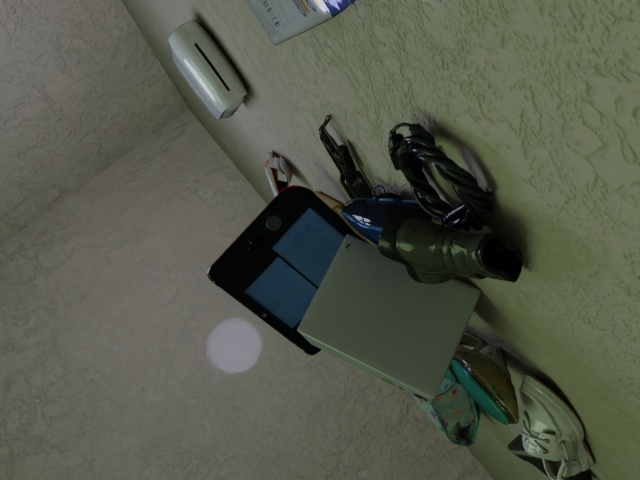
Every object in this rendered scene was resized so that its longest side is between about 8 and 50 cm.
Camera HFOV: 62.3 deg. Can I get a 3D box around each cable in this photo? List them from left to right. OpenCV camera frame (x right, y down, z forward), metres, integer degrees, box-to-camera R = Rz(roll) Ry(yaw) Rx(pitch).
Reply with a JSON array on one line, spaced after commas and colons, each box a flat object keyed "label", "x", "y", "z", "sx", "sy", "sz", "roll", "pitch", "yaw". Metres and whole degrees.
[{"label": "cable", "x": 0.159, "y": -0.072, "z": 0.682, "sx": 0.150, "sy": 0.047, "sz": 0.184, "roll": 39, "pitch": 172, "yaw": 31}]

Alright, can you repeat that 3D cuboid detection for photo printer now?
[{"label": "photo printer", "x": -0.319, "y": -0.473, "z": 1.498, "sx": 0.256, "sy": 0.107, "sz": 0.307, "roll": 54, "pitch": 173, "yaw": -15}]

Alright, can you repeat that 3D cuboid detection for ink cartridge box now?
[{"label": "ink cartridge box", "x": -0.049, "y": -0.332, "z": 0.597, "sx": 0.186, "sy": 0.065, "sz": 0.311, "roll": 54, "pitch": 175, "yaw": -22}]

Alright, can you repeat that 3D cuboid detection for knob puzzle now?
[{"label": "knob puzzle", "x": 0.137, "y": -0.002, "z": 1.224, "sx": 0.213, "sy": 0.030, "sz": 0.213, "roll": 39, "pitch": 178, "yaw": 2}]

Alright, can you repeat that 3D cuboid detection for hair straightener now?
[{"label": "hair straightener", "x": 0.062, "y": -0.138, "z": 1.015, "sx": 0.089, "sy": 0.047, "sz": 0.230, "roll": 42, "pitch": 164, "yaw": 55}]

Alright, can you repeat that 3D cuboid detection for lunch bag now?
[{"label": "lunch bag", "x": 0.397, "y": 0.518, "z": 1.719, "sx": 0.262, "sy": 0.160, "sz": 0.223, "roll": 61, "pitch": 170, "yaw": -22}]

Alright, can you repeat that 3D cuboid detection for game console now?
[{"label": "game console", "x": -0.043, "y": 0.082, "z": 1.373, "sx": 0.386, "sy": 0.342, "sz": 0.060, "roll": 41, "pitch": -176, "yaw": -19}]

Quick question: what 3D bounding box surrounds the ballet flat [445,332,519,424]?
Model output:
[{"label": "ballet flat", "x": 0.308, "y": 0.252, "z": 1.079, "sx": 0.123, "sy": 0.123, "sz": 0.348, "roll": 54, "pitch": 170, "yaw": -15}]

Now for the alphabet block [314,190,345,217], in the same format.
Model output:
[{"label": "alphabet block", "x": 0.000, "y": 0.000, "z": 1.510, "sx": 0.193, "sy": 0.192, "sz": 0.197, "roll": 53, "pitch": 173, "yaw": -24}]

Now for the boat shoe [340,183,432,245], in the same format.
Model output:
[{"label": "boat shoe", "x": 0.124, "y": -0.037, "z": 0.929, "sx": 0.109, "sy": 0.089, "sz": 0.258, "roll": 40, "pitch": 174, "yaw": -27}]

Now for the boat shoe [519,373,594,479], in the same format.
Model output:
[{"label": "boat shoe", "x": 0.416, "y": 0.358, "z": 0.966, "sx": 0.277, "sy": 0.096, "sz": 0.098, "roll": 55, "pitch": 173, "yaw": -27}]

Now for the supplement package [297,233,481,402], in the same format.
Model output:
[{"label": "supplement package", "x": 0.126, "y": 0.146, "z": 0.974, "sx": 0.261, "sy": 0.204, "sz": 0.145, "roll": 23, "pitch": 164, "yaw": 18}]

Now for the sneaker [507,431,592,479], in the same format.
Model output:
[{"label": "sneaker", "x": 0.499, "y": 0.489, "z": 1.170, "sx": 0.118, "sy": 0.083, "sz": 0.222, "roll": 50, "pitch": 172, "yaw": 11}]

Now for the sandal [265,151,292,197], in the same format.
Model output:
[{"label": "sandal", "x": -0.133, "y": -0.233, "z": 1.725, "sx": 0.265, "sy": 0.076, "sz": 0.102, "roll": -100, "pitch": -6, "yaw": -57}]

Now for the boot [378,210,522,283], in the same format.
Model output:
[{"label": "boot", "x": 0.196, "y": 0.030, "z": 0.722, "sx": 0.161, "sy": 0.084, "sz": 0.246, "roll": 15, "pitch": 177, "yaw": 35}]
